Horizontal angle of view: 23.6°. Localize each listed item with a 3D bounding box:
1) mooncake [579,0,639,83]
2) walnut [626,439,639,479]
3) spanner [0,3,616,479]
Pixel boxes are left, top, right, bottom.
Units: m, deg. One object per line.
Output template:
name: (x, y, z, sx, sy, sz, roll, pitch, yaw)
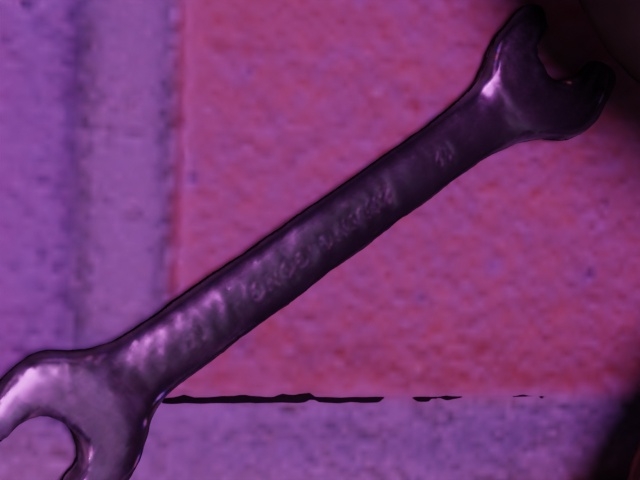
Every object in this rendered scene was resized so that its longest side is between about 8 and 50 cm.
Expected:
mooncake: (0.222, -0.170, 0.476, 0.351, 0.187, 0.351, 5, 65, -11)
walnut: (0.195, 0.083, 0.523, 0.230, 0.178, 0.178, -36, 105, -7)
spanner: (0.000, 0.000, 0.515, 0.254, 0.015, 0.054, -36, 103, -17)
